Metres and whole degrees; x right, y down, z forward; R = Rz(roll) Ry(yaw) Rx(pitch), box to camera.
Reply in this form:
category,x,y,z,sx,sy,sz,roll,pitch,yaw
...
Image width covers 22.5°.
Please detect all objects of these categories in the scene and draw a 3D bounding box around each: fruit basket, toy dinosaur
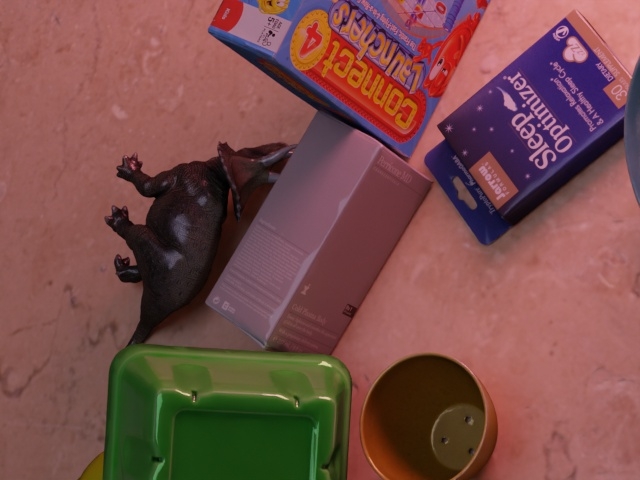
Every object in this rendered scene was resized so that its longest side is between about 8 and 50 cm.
category,x,y,z,sx,sy,sz,roll,pitch,yaw
fruit basket,-0.117,0.289,1.600,0.283,0.392,0.392,4,73,-8
toy dinosaur,-0.161,-0.004,1.770,0.160,0.121,0.313,27,84,47

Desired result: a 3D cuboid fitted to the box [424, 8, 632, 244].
category,x,y,z,sx,sy,sz,roll,pitch,yaw
box,0.214,-0.113,1.635,0.225,0.036,0.136,-41,58,14

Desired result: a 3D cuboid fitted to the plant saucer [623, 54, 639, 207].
category,x,y,z,sx,sy,sz,roll,pitch,yaw
plant saucer,0.417,-0.092,1.437,0.318,0.044,0.317,12,108,42

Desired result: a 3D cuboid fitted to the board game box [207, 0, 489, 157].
category,x,y,z,sx,sy,sz,roll,pitch,yaw
board game box,0.062,-0.274,1.613,0.086,0.308,0.302,26,89,32

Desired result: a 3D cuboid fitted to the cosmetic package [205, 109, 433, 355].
category,x,y,z,sx,sy,sz,roll,pitch,yaw
cosmetic package,0.000,0.000,1.670,0.107,0.127,0.238,35,95,34

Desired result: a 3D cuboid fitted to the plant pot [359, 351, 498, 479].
category,x,y,z,sx,sy,sz,roll,pitch,yaw
plant pot,0.118,0.183,1.557,0.134,0.095,0.134,-9,70,27
